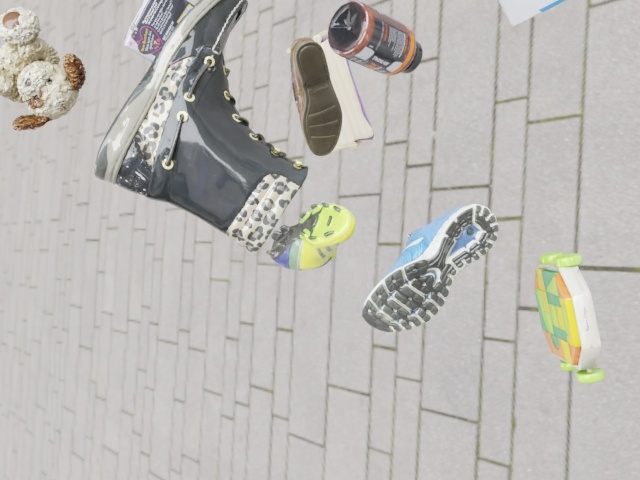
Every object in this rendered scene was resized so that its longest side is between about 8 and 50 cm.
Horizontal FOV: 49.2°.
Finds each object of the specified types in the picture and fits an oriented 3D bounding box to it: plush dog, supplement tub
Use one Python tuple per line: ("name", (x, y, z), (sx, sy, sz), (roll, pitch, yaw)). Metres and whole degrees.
("plush dog", (-0.681, -0.384, 1.674), (0.225, 0.210, 0.262), (45, 101, 9))
("supplement tub", (0.113, -0.381, 1.347), (0.106, 0.198, 0.106), (-7, 80, 43))

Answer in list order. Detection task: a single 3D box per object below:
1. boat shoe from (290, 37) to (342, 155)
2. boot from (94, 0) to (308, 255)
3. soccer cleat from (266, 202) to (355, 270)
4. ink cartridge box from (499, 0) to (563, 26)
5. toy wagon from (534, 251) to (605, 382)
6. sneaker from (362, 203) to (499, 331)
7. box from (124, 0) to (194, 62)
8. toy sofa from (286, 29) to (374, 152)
("boat shoe", (-0.014, -0.380, 1.839), (0.104, 0.111, 0.307), (-127, 27, -61))
("boot", (-0.086, -0.118, 0.685), (0.236, 0.179, 0.085), (-62, 7, -18))
("soccer cleat", (0.000, -0.001, 1.423), (0.289, 0.121, 0.093), (-23, 45, 55))
("ink cartridge box", (0.482, -0.585, 1.432), (0.168, 0.233, 0.171), (58, 151, -11))
("toy wagon", (0.538, 0.161, 1.555), (0.344, 0.068, 0.267), (-26, -75, -88))
("sneaker", (0.216, 0.056, 1.432), (0.330, 0.130, 0.147), (-43, 10, -1))
("box", (-0.366, -0.496, 1.639), (0.163, 0.142, 0.247), (-58, 22, 9))
("toy sofa", (0.047, -0.463, 2.166), (0.177, 0.150, 0.362), (-16, 108, 18))
